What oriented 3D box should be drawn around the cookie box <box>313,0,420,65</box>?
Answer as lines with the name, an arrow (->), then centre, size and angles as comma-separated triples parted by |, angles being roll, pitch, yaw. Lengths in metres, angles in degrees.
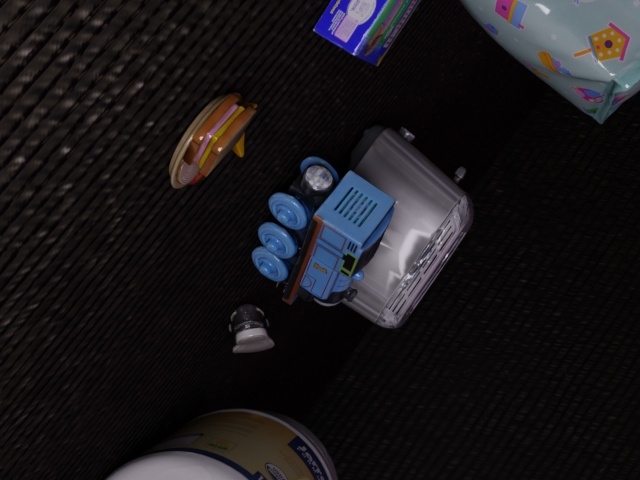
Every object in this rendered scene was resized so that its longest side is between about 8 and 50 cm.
cookie box -> 0.044, -0.183, 1.043 | 0.092, 0.040, 0.107 | -57, 172, 9

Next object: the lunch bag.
lunch bag -> 0.218, -0.225, 1.222 | 0.160, 0.223, 0.262 | -50, 173, 3

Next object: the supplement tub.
supplement tub -> -0.107, 0.308, 1.476 | 0.228, 0.228, 0.316 | -57, 171, 12

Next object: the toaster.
toaster -> 0.065, -0.004, 1.493 | 0.227, 0.146, 0.129 | -55, 171, 4

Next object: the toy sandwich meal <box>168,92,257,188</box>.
toy sandwich meal -> -0.069, -0.064, 0.918 | 0.085, 0.029, 0.085 | -53, 171, -12

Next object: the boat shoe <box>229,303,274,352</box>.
boat shoe -> -0.076, 0.096, 1.468 | 0.046, 0.038, 0.125 | -11, 167, -1

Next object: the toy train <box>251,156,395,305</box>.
toy train -> 0.000, 0.000, 1.289 | 0.080, 0.105, 0.184 | -49, 170, -32
